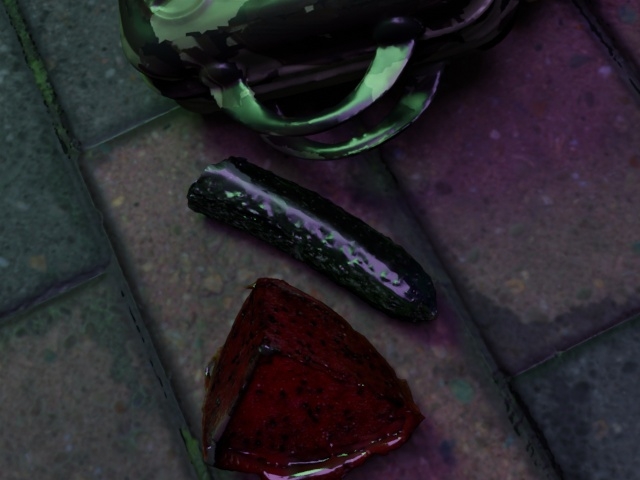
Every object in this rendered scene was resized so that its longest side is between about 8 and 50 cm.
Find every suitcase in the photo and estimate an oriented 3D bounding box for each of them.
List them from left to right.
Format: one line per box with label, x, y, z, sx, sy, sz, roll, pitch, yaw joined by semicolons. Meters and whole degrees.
suitcase;-0.005;-0.237;0.922;0.351;0.194;0.339;-11;76;21

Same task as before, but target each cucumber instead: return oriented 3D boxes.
cucumber;0.001;-0.003;0.916;0.245;0.067;0.067;28;73;14

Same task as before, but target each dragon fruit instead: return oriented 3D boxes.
dragon fruit;-0.010;0.124;0.861;0.161;0.121;0.127;24;27;-10

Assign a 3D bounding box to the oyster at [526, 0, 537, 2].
oyster;0.259;-0.370;1.018;0.221;0.096;0.361;5;68;4
